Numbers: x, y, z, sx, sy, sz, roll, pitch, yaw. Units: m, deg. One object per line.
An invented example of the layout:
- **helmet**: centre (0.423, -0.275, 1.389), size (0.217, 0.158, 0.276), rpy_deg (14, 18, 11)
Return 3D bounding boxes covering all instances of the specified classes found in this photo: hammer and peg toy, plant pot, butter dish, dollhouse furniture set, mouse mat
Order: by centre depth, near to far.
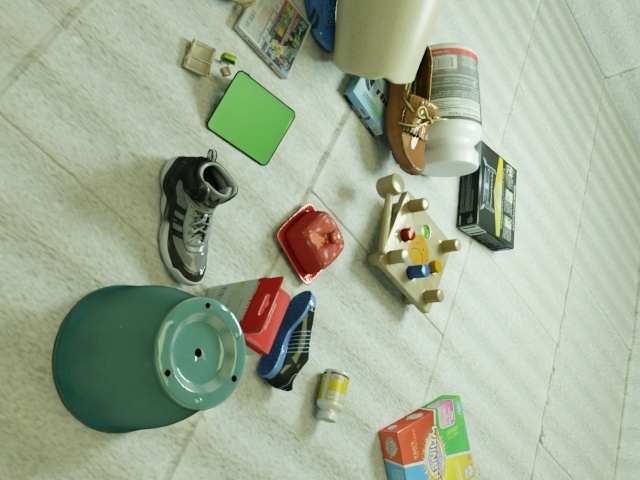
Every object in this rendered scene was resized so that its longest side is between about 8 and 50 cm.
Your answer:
- **plant pot**: centre (-0.274, 0.199, 1.157), size (0.271, 0.255, 0.272), rpy_deg (13, 72, -46)
- **dollhouse furniture set**: centre (-0.237, -0.383, 1.496), size (0.151, 0.058, 0.076), rpy_deg (20, 74, -22)
- **mouse mat**: centre (-0.154, -0.275, 1.522), size (0.189, 0.007, 0.153), rpy_deg (32, 87, -38)
- **butter dish**: centre (0.000, 0.000, 1.596), size (0.160, 0.118, 0.160), rpy_deg (-47, 115, -43)
- **plant pot**: centre (0.169, -0.578, 1.718), size (0.333, 0.333, 0.306), rpy_deg (-17, 126, -48)
- **hammer and peg toy**: centre (0.229, 0.005, 1.836), size (0.361, 0.127, 0.266), rpy_deg (45, 54, -31)

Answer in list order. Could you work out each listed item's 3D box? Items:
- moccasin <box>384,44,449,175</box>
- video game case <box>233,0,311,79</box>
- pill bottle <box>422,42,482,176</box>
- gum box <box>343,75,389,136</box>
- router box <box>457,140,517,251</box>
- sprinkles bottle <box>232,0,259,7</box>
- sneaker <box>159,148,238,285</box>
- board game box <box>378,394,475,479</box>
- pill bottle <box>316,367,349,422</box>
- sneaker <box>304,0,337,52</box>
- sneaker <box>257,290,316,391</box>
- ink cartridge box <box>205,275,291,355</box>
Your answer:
- **moccasin**: centre (0.272, -0.370, 1.889), size (0.139, 0.147, 0.380), rpy_deg (24, 66, -45)
- **video game case**: centre (-0.114, -0.531, 1.661), size (0.183, 0.023, 0.201), rpy_deg (42, 53, -33)
- **pill bottle**: centre (0.379, -0.388, 2.021), size (0.210, 0.210, 0.363), rpy_deg (11, 75, -45)
- **gum box**: centre (0.153, -0.415, 1.908), size (0.157, 0.041, 0.184), rpy_deg (50, 49, -28)
- **router box**: centre (0.569, -0.146, 2.267), size (0.243, 0.081, 0.309), rpy_deg (28, 62, -40)
- **sprinkles bottle**: centre (-0.275, -0.606, 1.429), size (0.355, 0.121, 0.121), rpy_deg (3, 80, -47)
- **sneaker**: centre (-0.240, -0.048, 1.322), size (0.101, 0.153, 0.269), rpy_deg (2, 80, -47)
- **board game box**: centre (0.298, 0.586, 1.828), size (0.316, 0.064, 0.242), rpy_deg (-12, 90, -48)
- **pill bottle**: centre (0.027, 0.368, 1.584), size (0.065, 0.065, 0.116), rpy_deg (36, 57, -36)
- **sneaker**: centre (0.011, -0.608, 1.769), size (0.069, 0.082, 0.209), rpy_deg (-20, 98, -49)
- **sneaker**: centre (-0.059, 0.228, 1.517), size (0.090, 0.081, 0.232), rpy_deg (47, 58, -33)
- **ink cartridge box**: centre (-0.149, 0.153, 1.318), size (0.078, 0.231, 0.134), rpy_deg (44, 53, -32)
